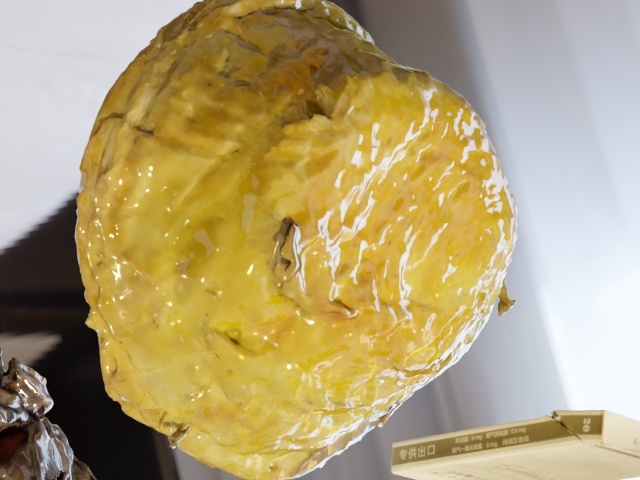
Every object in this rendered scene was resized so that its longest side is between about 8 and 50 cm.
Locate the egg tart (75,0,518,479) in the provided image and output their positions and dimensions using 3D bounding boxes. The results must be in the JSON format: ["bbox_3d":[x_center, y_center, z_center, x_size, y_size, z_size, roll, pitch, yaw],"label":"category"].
[{"bbox_3d":[0.000,0.000,1.222,0.153,0.339,0.351,3,142,48],"label":"egg tart"}]

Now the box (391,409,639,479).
[{"bbox_3d":[0.158,0.154,1.338,0.109,0.029,0.198,20,155,-40],"label":"box"}]

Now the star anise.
[{"bbox_3d":[-0.283,0.165,1.676,0.099,0.214,0.220,-37,143,2],"label":"star anise"}]
